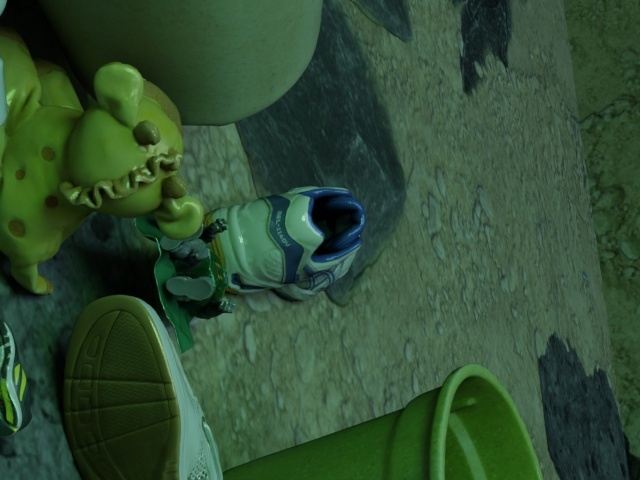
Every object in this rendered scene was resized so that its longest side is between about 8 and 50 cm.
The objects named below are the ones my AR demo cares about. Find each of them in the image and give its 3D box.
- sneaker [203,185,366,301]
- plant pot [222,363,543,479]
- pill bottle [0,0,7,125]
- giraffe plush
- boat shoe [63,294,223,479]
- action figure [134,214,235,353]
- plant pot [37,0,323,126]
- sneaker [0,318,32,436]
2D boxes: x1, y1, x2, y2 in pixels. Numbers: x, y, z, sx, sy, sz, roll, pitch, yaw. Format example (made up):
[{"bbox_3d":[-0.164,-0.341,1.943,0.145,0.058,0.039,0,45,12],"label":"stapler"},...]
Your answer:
[{"bbox_3d":[0.000,0.000,1.386,0.296,0.131,0.111,-12,86,-68],"label":"sneaker"},{"bbox_3d":[0.043,0.265,1.171,0.276,0.254,0.276,43,40,-51],"label":"plant pot"},{"bbox_3d":[-0.273,-0.199,0.793,0.161,0.161,0.283,-51,142,-61],"label":"pill bottle"},{"bbox_3d":[-0.175,-0.066,0.987,0.181,0.171,0.210,45,37,-49],"label":"giraffe plush"},{"bbox_3d":[-0.127,0.169,1.059,0.096,0.098,0.277,-33,116,-66],"label":"boat shoe"},{"bbox_3d":[-0.106,0.027,1.154,0.232,0.064,0.137,77,5,-86],"label":"action figure"},{"bbox_3d":[-0.116,-0.259,1.046,0.305,0.334,0.333,89,2,-59],"label":"plant pot"},{"bbox_3d":[-0.226,0.098,0.963,0.035,0.031,0.083,25,57,-77],"label":"sneaker"}]
